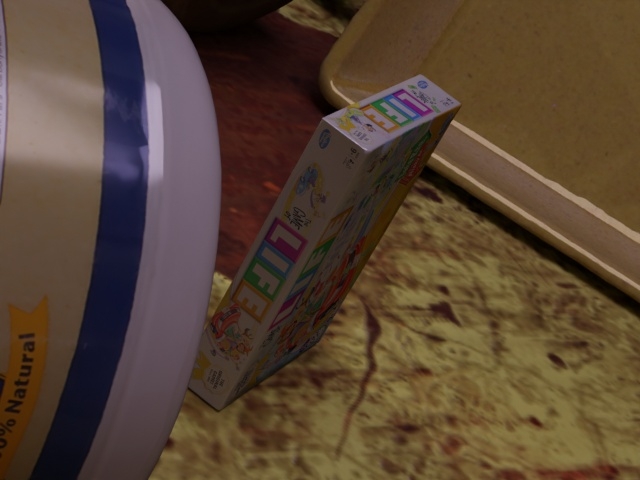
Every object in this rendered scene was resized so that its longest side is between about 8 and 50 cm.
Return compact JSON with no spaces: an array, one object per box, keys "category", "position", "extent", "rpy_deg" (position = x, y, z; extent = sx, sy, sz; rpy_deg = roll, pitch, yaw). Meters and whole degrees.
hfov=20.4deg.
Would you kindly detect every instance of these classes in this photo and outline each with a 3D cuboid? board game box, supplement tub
[{"category":"board game box","position":[0.000,0.000,0.833],"extent":[0.026,0.154,0.103],"rpy_deg":[38,29,14]},{"category":"supplement tub","position":[-0.217,-0.012,0.574],"extent":[0.316,0.228,0.228],"rpy_deg":[12,33,-29]}]

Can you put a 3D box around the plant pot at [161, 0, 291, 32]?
[{"category":"plant pot","position":[-0.087,-0.262,1.133],"extent":[0.263,0.263,0.229],"rpy_deg":[-14,69,-53]}]

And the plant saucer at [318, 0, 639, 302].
[{"category":"plant saucer","position":[0.219,-0.134,1.172],"extent":[0.333,0.333,0.081],"rpy_deg":[34,-10,6]}]
